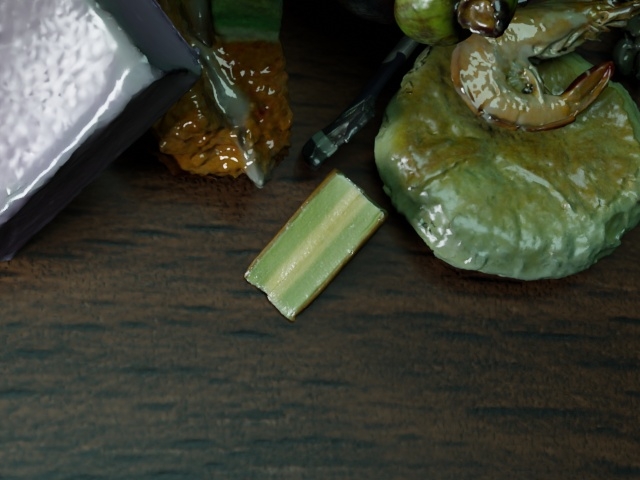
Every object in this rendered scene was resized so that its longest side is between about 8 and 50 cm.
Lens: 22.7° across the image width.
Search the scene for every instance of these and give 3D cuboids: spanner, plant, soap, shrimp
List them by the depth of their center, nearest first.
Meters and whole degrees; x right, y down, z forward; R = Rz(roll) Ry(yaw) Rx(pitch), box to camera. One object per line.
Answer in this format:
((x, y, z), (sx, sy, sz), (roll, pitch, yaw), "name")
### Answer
((-0.290, -0.171, 1.383), (0.296, 0.285, 0.107), (55, 25, 7), "soap")
((0.239, -0.185, 1.607), (0.236, 0.053, 0.133), (-23, 69, -21), "shrimp")
((0.080, -0.183, 1.618), (0.024, 0.087, 0.316), (45, 57, -12), "spanner")
((0.357, -0.247, 1.732), (0.085, 0.087, 0.174), (7, 64, 25), "plant")

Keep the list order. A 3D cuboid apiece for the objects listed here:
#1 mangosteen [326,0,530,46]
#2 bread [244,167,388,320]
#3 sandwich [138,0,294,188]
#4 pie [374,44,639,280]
((0.115, -0.336, 1.522), (0.306, 0.306, 0.359), (-25, 47, -25), "mangosteen")
((-0.003, 0.004, 1.547), (0.074, 0.084, 0.139), (40, 93, 2), "bread")
((-0.100, -0.193, 1.495), (0.250, 0.162, 0.301), (-29, 100, -59), "sandwich")
((0.197, -0.090, 1.616), (0.306, 0.071, 0.306), (7, 63, -14), "pie")
